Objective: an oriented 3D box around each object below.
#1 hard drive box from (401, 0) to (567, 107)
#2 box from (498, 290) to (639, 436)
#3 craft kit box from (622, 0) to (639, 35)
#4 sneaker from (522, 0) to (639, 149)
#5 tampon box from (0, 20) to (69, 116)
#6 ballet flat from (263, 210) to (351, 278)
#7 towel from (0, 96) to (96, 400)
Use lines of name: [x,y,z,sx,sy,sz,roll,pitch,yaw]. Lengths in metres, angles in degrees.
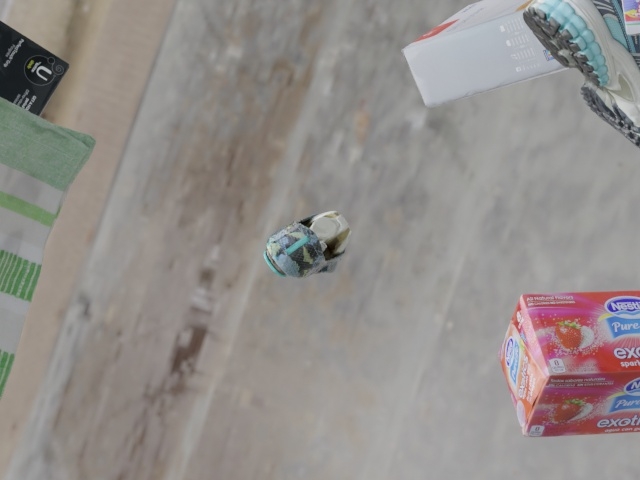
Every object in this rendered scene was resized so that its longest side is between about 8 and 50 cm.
hard drive box: [0.253,-0.266,1.981,0.232,0.089,0.181,-14,17,42]
box: [0.355,0.142,1.808,0.122,0.257,0.128,102,162,-45]
craft kit box: [0.228,-0.308,1.084,0.246,0.061,0.250,-75,-26,-58]
sneaker: [0.312,-0.173,1.472,0.122,0.283,0.110,-46,48,2]
tampon box: [-0.388,-0.180,1.734,0.120,0.161,0.101,-62,12,-21]
ballet flat: [0.000,0.000,1.569,0.070,0.070,0.188,-67,-8,14]
towel: [-0.300,0.042,1.266,0.325,0.038,0.248,-69,-19,-1]
